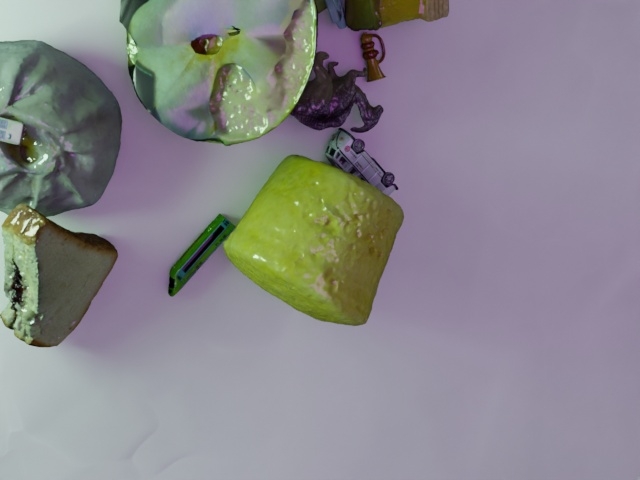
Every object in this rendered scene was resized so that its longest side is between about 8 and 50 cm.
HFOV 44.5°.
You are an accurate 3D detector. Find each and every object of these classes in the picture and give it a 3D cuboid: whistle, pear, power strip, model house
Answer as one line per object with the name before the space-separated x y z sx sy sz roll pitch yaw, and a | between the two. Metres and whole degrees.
whistle | 0.124 -0.416 1.763 0.057 0.046 0.109 -11 104 -5
pear | -0.191 -0.393 1.537 0.398 0.165 0.399 0 105 1
power strip | -0.552 -0.192 1.336 0.090 0.016 0.040 13 95 -16
model house | 0.181 -0.558 1.671 0.234 0.175 0.194 -12 109 -17

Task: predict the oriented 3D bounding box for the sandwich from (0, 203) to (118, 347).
sandwich | -0.537 0.077 1.503 0.254 0.099 0.288 -53 160 -4

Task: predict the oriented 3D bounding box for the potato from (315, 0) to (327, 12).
potato | -0.070 -0.526 1.646 0.149 0.081 0.120 -18 77 7

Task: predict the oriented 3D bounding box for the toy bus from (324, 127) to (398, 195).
toy bus | 0.088 -0.168 1.795 0.089 0.087 0.194 -45 116 -1

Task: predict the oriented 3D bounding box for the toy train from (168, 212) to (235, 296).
toy train | -0.275 0.031 1.716 0.209 0.044 0.042 -49 118 -4

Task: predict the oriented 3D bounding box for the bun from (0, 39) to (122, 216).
bun | -0.533 -0.198 1.455 0.354 0.194 0.355 -7 109 -20

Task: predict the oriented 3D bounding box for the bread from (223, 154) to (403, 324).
bread | 0.000 0.000 1.667 0.348 0.348 0.308 34 86 -27

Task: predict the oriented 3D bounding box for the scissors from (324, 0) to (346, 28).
scissors | 0.004 -0.621 1.613 0.029 0.191 0.361 -10 95 12

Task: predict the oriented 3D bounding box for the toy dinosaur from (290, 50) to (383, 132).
toy dinosaur | 0.014 -0.320 1.700 0.294 0.077 0.162 -2 83 -22
